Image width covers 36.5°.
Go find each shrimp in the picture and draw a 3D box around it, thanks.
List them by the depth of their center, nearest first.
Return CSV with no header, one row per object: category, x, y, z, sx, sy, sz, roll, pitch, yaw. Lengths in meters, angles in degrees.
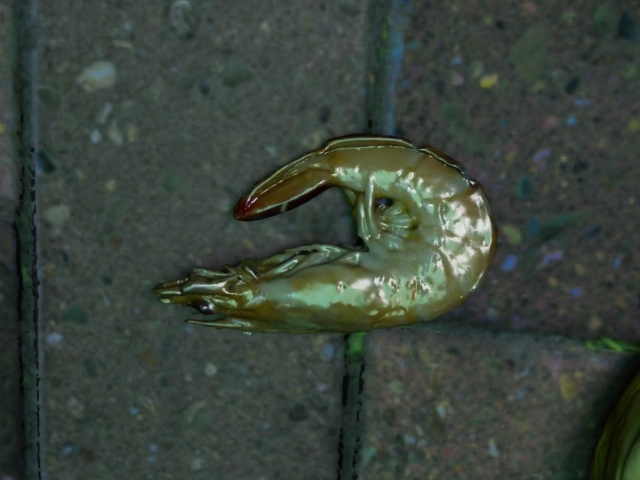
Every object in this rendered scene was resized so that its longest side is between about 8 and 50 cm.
shrimp,0.000,0.001,0.651,0.236,0.053,0.133,-9,106,7

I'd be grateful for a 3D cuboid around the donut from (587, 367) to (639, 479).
donut,0.350,0.196,0.595,0.360,0.170,0.360,3,107,9
